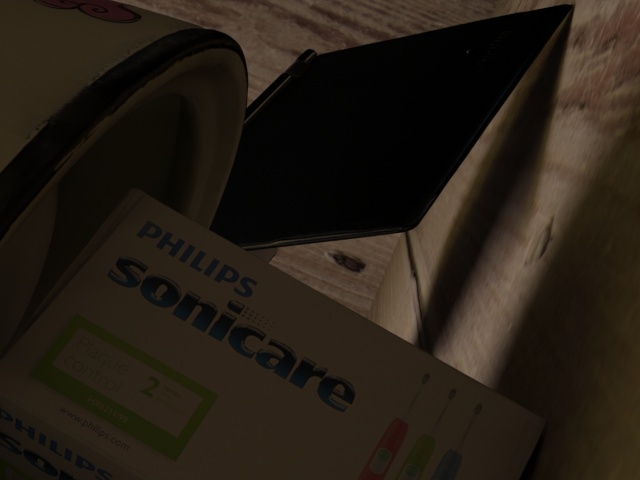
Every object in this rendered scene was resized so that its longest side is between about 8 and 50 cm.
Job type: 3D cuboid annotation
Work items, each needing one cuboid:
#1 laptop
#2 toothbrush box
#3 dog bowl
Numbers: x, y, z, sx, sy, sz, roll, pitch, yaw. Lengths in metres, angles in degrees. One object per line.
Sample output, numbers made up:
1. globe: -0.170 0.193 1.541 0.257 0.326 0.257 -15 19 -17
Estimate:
1. laptop: 0.000 0.000 1.161 0.382 0.236 0.408 -51 -20 -48
2. toothbrush box: -0.047 0.137 0.648 0.122 0.206 0.283 -56 -6 -35
3. dog bowl: -0.200 0.047 0.650 0.408 0.150 0.408 -59 -6 -9
